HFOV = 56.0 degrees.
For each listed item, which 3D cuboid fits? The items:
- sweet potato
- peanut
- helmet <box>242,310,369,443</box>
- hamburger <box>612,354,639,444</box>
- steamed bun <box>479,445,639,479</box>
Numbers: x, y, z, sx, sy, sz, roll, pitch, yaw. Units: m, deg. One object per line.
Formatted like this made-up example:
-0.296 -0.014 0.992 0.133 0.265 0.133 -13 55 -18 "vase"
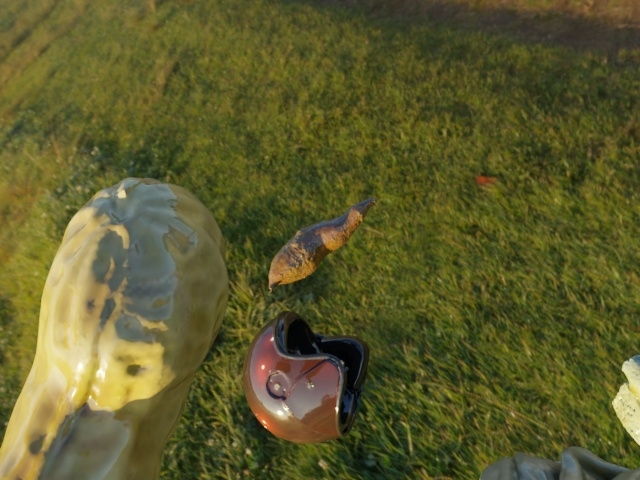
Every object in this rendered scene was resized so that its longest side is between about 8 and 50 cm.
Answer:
-0.004 0.000 0.937 0.226 0.068 0.068 -39 41 -15 "sweet potato"
-0.160 0.101 0.454 0.147 0.147 0.305 16 86 41 "peanut"
-0.023 0.217 0.952 0.193 0.189 0.216 -35 81 15 "helmet"
0.264 0.113 0.396 0.121 0.054 0.084 -4 34 -24 "hamburger"
0.337 0.386 0.778 0.324 0.219 0.310 21 23 37 "steamed bun"
